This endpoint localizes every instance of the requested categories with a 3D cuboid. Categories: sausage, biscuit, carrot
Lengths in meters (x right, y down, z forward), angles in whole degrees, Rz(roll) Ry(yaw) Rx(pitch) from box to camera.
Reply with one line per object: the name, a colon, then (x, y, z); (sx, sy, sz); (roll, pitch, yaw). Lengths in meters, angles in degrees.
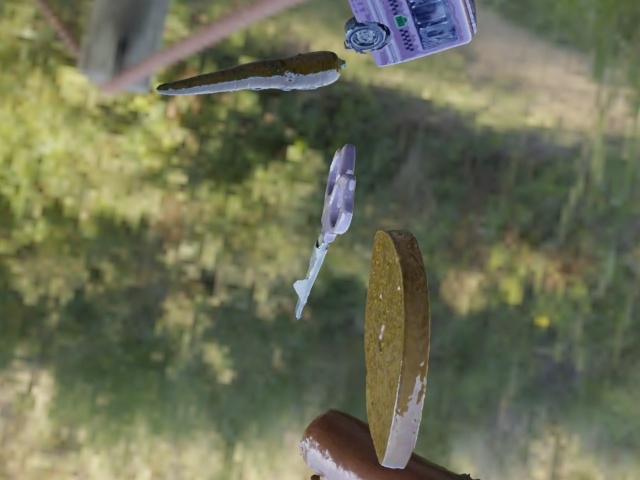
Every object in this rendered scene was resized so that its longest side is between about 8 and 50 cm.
sausage: (0.105, 0.234, 1.640); (0.327, 0.079, 0.087); (24, 157, 43)
biscuit: (0.065, 0.082, 1.567); (0.029, 0.220, 0.142); (6, 146, -11)
carrot: (-0.087, -0.206, 2.370); (0.254, 0.049, 0.049); (-9, 179, -20)

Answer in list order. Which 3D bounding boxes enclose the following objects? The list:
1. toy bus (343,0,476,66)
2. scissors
toy bus: (0.054, -0.225, 1.417); (0.108, 0.096, 0.199); (-10, 147, 11)
scissors: (0.001, 0.000, 1.926); (0.021, 0.110, 0.212); (13, 127, -12)
